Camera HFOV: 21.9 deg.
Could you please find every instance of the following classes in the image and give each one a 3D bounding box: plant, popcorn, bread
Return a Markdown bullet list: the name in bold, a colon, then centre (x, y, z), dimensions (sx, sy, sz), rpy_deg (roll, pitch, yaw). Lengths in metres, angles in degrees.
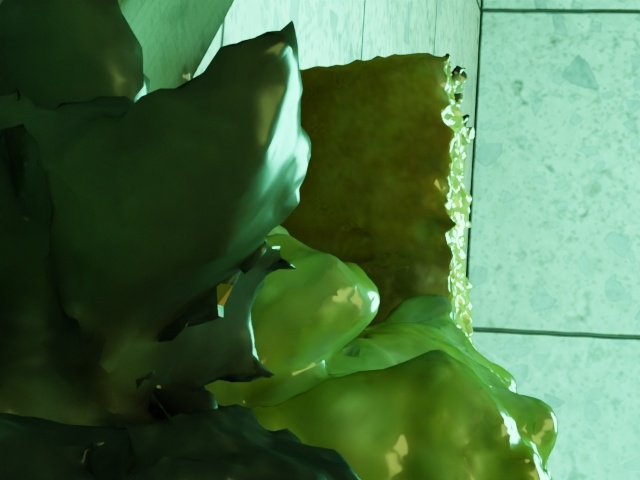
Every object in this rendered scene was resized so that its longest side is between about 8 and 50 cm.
- **plant**: centre (-0.087, 0.083, 0.436), dimensions (0.213, 0.215, 0.312), rpy_deg (84, 7, -71)
- **popcorn**: centre (-0.004, 0.157, 0.709), dimensions (0.274, 0.279, 0.335), rpy_deg (-35, 118, -22)
- **bread**: centre (0.000, 0.000, 0.953), dimensions (0.340, 0.179, 0.194), rpy_deg (29, 60, -81)

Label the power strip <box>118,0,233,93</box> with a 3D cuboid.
- **power strip**: centre (-0.093, -0.110, 0.774), dimensions (0.387, 0.066, 0.092), rpy_deg (-69, 157, -52)
